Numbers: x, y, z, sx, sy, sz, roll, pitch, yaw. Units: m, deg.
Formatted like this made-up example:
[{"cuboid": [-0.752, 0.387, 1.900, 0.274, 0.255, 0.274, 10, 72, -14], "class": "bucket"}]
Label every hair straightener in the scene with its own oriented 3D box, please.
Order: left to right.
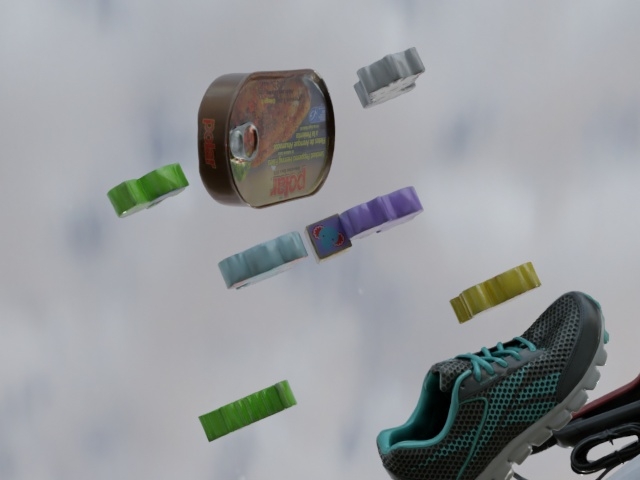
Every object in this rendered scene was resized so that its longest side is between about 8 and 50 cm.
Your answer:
[{"cuboid": [0.249, 0.140, 1.103, 0.230, 0.089, 0.047, -23, -57, 8], "class": "hair straightener"}]

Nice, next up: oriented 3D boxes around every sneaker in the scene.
[{"cuboid": [0.098, 0.087, 0.808, 0.076, 0.065, 0.166, 45, -102, -25], "class": "sneaker"}]

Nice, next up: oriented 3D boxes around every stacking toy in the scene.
[{"cuboid": [0.000, 0.000, 0.851, 0.221, 0.167, 0.052, -24, -7, -8], "class": "stacking toy"}]

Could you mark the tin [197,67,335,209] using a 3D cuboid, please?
[{"cuboid": [-0.041, -0.082, 1.120, 0.040, 0.189, 0.106, -2, -84, 25], "class": "tin"}]

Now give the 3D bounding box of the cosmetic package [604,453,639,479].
[{"cuboid": [0.153, 0.292, 0.336, 0.161, 0.453, 0.230, -32, -19, -14], "class": "cosmetic package"}]
